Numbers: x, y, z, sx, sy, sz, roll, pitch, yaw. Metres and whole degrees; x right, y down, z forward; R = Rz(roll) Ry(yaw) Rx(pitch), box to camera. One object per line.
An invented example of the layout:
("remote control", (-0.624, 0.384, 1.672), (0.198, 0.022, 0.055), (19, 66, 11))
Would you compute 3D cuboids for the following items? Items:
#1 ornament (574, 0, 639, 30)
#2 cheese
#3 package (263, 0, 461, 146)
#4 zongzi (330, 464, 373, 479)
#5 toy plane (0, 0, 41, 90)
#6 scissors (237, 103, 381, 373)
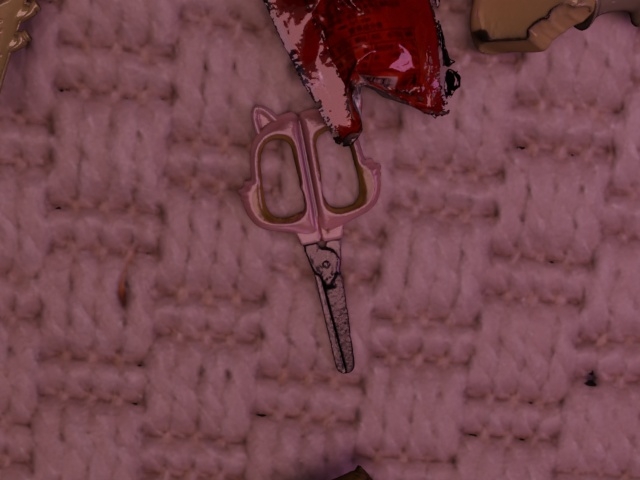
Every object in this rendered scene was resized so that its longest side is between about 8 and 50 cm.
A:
("ornament", (0.346, -0.260, 0.755), (0.156, 0.075, 0.081), (-10, 107, -3))
("cheese", (0.229, -0.316, 0.732), (0.050, 0.127, 0.255), (11, 90, -50))
("package", (0.038, -0.241, 0.745), (0.194, 0.071, 0.269), (-18, 97, -14))
("zongzi", (-0.021, 0.429, 0.845), (0.300, 0.145, 0.273), (-26, 107, 19))
("toy plane", (-0.344, -0.248, 0.712), (0.244, 0.092, 0.228), (-30, 86, 5))
("scissors", (0.000, 0.000, 0.808), (0.160, 0.024, 0.317), (-10, 100, -3))
